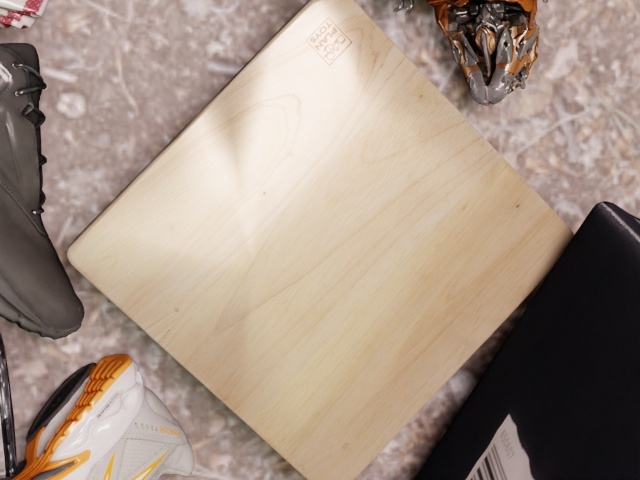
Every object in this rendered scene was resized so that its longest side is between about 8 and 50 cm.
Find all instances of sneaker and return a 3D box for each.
[{"bbox_3d":[-0.228,-0.065,0.783,0.130,0.109,0.286,-33,104,-12],"label":"sneaker"},{"bbox_3d":[-0.175,0.207,0.790,0.121,0.099,0.262,48,59,-20],"label":"sneaker"}]

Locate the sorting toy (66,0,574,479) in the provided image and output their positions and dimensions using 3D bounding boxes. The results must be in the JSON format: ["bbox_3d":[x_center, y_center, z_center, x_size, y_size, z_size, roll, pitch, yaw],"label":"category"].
[{"bbox_3d":[0.000,0.000,0.839,0.255,0.089,0.257,45,87,-13],"label":"sorting toy"}]

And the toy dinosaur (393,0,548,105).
[{"bbox_3d":[0.084,-0.244,0.768,0.164,0.218,0.322,-22,104,29],"label":"toy dinosaur"}]

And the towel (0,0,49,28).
[{"bbox_3d":[-0.296,-0.297,0.744,0.329,0.037,0.237,23,72,-13],"label":"towel"}]

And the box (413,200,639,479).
[{"bbox_3d":[0.285,0.310,0.777,0.472,0.297,0.479,27,107,-12],"label":"box"}]

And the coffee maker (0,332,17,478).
[{"bbox_3d":[-0.295,0.101,0.757,0.178,0.171,0.120,-6,129,-21],"label":"coffee maker"}]
